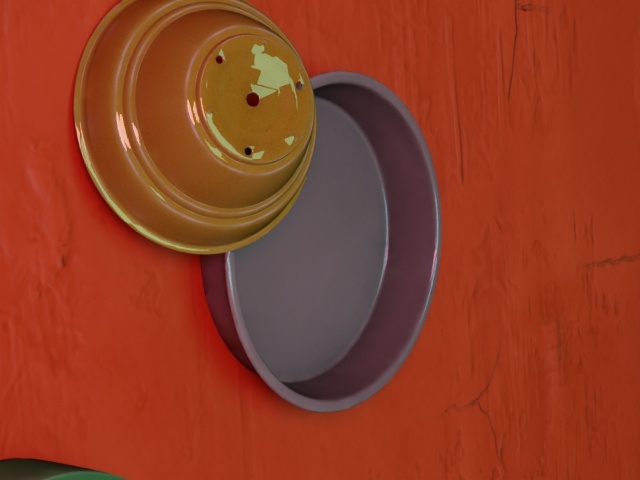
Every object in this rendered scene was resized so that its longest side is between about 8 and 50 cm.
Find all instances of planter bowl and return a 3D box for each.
[{"bbox_3d":[-0.071,-0.101,1.357,0.217,0.090,0.217,5,82,-34],"label":"planter bowl"}]

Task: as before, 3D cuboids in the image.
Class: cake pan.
[{"bbox_3d":[0.000,0.000,1.534,0.293,0.054,0.293,-7,99,-51],"label":"cake pan"}]

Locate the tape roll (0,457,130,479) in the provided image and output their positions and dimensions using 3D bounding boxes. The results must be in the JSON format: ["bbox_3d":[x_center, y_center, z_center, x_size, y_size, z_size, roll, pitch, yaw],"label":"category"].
[{"bbox_3d":[-0.211,0.322,1.289,0.321,0.077,0.321,-8,100,-51],"label":"tape roll"}]
